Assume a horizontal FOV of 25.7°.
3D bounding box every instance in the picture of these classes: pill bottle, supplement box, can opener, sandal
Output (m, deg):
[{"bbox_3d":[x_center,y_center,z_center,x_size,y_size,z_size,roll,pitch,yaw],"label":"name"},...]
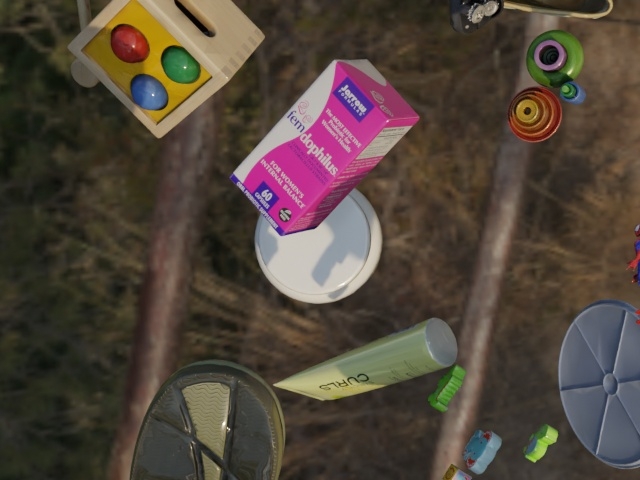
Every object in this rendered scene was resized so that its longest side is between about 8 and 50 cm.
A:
[{"bbox_3d":[0.000,0.000,2.293,0.361,0.204,0.204,9,-105,-88],"label":"pill bottle"},{"bbox_3d":[0.005,-0.121,1.828,0.111,0.114,0.220,48,112,13],"label":"supplement box"},{"bbox_3d":[0.149,-0.284,1.400,0.073,0.059,0.186,54,163,35],"label":"can opener"},{"bbox_3d":[-0.095,0.211,0.960,0.086,0.120,0.303,-78,11,-71],"label":"sandal"}]

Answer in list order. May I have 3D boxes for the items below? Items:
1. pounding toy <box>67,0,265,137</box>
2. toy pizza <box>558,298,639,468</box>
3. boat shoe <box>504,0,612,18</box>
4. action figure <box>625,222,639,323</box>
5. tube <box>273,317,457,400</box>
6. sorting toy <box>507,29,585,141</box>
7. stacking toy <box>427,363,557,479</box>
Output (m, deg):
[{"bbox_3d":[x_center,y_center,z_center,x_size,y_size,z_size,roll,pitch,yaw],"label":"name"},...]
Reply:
[{"bbox_3d":[-0.193,-0.191,1.370,0.181,0.094,0.206,45,136,-12],"label":"pounding toy"},{"bbox_3d":[0.356,0.169,1.664,0.201,0.032,0.201,10,101,59],"label":"toy pizza"},{"bbox_3d":[0.265,-0.358,1.864,0.089,0.285,0.105,47,124,53],"label":"boat shoe"},{"bbox_3d":[0.346,0.032,1.512,0.030,0.038,0.115,-2,59,19],"label":"action figure"},{"bbox_3d":[0.058,0.158,1.718,0.240,0.062,0.070,-23,106,38],"label":"tube"},{"bbox_3d":[0.196,-0.134,1.212,0.061,0.042,0.102,17,94,23],"label":"sorting toy"},{"bbox_3d":[0.172,0.283,1.682,0.221,0.167,0.052,-59,20,-2],"label":"stacking toy"}]
